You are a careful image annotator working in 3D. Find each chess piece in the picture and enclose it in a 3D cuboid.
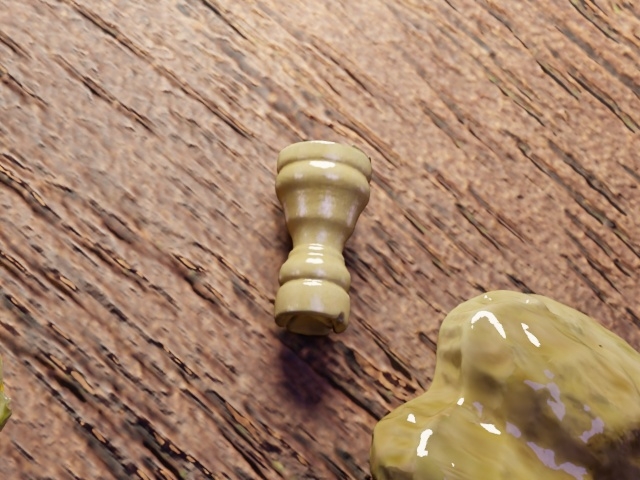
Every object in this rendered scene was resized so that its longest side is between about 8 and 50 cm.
[{"bbox_3d":[0.000,0.000,0.931,0.066,0.066,0.122,9,67,-14],"label":"chess piece"}]

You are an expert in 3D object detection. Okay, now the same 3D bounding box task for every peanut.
[{"bbox_3d":[0.133,0.140,0.876,0.197,0.110,0.233,41,60,-1],"label":"peanut"}]

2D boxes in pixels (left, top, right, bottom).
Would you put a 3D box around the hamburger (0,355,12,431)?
[{"bbox_3d":[-0.242,0.081,0.798,0.127,0.081,0.141,-29,64,-30],"label":"hamburger"}]
